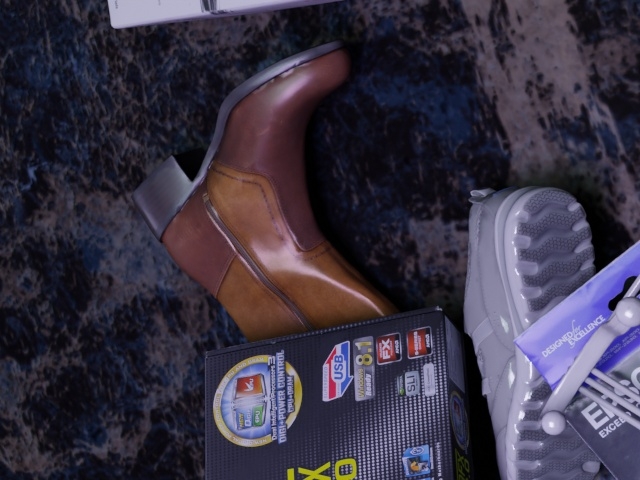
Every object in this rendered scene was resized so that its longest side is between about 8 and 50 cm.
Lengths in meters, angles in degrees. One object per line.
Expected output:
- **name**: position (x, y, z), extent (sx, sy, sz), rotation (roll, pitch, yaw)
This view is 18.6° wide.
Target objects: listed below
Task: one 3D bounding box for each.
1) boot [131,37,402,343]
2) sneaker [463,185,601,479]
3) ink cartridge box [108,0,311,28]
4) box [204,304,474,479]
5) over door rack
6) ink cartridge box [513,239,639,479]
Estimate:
- **boot**: position (0.000, 0.000, 1.660), extent (0.264, 0.096, 0.280), rotation (-41, 83, 23)
- **sneaker**: position (0.173, 0.084, 1.592), extent (0.115, 0.105, 0.281), rotation (26, 122, 60)
- **ink cartridge box**: position (-0.056, -0.231, 1.608), extent (0.203, 0.148, 0.085), rotation (-5, 96, 30)
- **box**: position (0.015, 0.203, 1.579), extent (0.216, 0.060, 0.270), rotation (-11, 62, 19)
- **over door rack**: position (0.336, 0.062, 1.389), extent (0.239, 0.108, 0.324), rotation (31, 102, -1)
- **ink cartridge box**: position (0.288, 0.096, 1.479), extent (0.206, 0.045, 0.208), rotation (-40, 92, 12)
